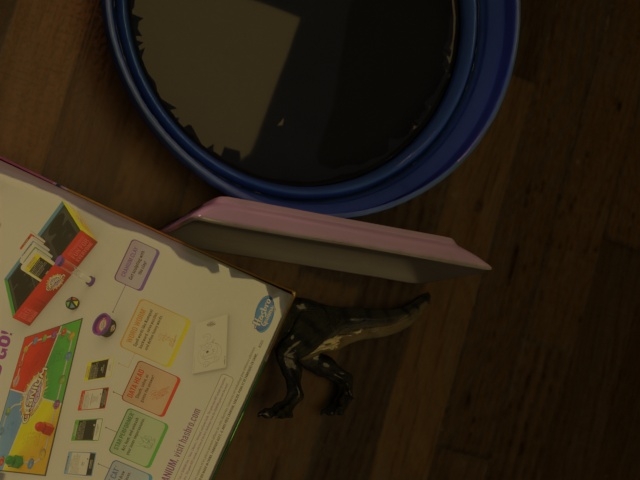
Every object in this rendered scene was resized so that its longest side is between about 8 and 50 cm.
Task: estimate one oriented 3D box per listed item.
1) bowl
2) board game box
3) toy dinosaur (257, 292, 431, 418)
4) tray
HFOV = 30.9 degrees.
[{"bbox_3d":[-0.007,-0.213,1.039,0.391,0.077,0.391,0,90,-22],"label":"bowl"},{"bbox_3d":[-0.212,0.085,0.937,0.316,0.064,0.242,26,81,-9],"label":"board game box"},{"bbox_3d":[-0.011,0.101,1.052,0.268,0.064,0.118,3,83,-25],"label":"toy dinosaur"},{"bbox_3d":[0.000,0.000,1.008,0.270,0.145,0.030,10,81,-21],"label":"tray"}]
